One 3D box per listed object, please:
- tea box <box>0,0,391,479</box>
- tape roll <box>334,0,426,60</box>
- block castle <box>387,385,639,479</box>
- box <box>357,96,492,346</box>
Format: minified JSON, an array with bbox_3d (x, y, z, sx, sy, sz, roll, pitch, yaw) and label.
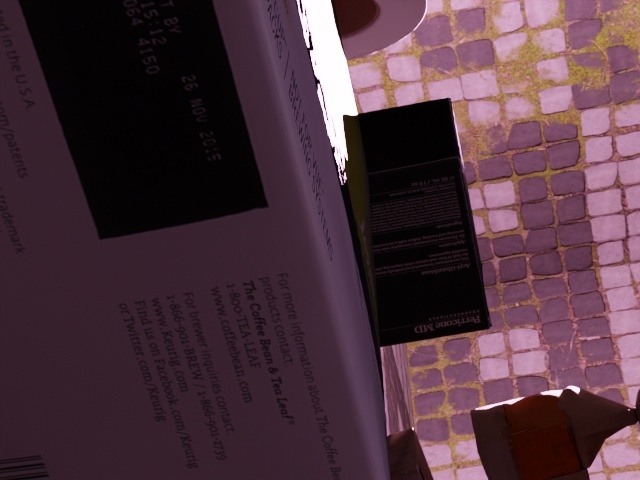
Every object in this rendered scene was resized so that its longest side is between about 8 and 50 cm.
[{"bbox_3d":[-0.102,-0.064,0.794,0.323,0.220,0.329,-89,168,-56],"label":"tea box"},{"bbox_3d":[-0.004,-0.337,2.019,0.246,0.246,0.169,63,19,-70],"label":"tape roll"},{"bbox_3d":[0.135,0.309,1.338,0.303,0.453,0.213,-91,162,-61],"label":"block castle"},{"bbox_3d":[0.000,0.000,1.423,0.103,0.261,0.184,-91,170,-55],"label":"box"}]
